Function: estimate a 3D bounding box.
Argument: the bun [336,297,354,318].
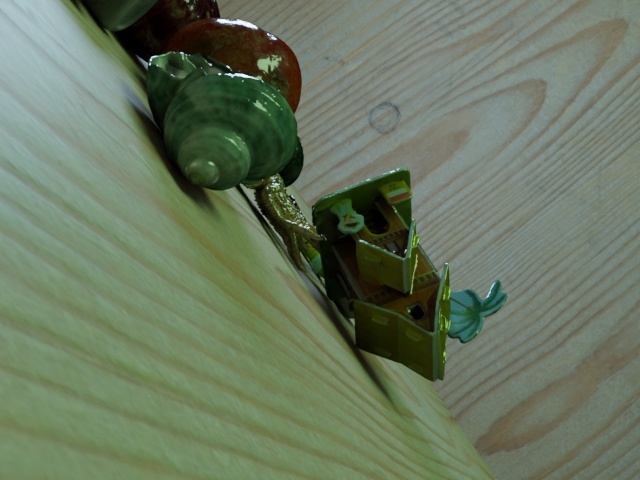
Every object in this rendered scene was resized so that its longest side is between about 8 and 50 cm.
[{"bbox_3d":[0.077,0.125,2.117,0.138,0.094,0.138,22,-14,6],"label":"bun"}]

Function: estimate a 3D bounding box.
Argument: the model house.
[{"bbox_3d":[0.203,0.068,1.860,0.300,0.340,0.323,82,-17,-48],"label":"model house"}]

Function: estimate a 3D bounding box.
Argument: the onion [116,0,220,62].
[{"bbox_3d":[-0.276,-0.412,1.708,0.246,0.190,0.246,51,25,-34],"label":"onion"}]

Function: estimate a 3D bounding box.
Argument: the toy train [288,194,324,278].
[{"bbox_3d":[-0.041,-0.021,2.202,0.249,0.053,0.085,56,7,28],"label":"toy train"}]

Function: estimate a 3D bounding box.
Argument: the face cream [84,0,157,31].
[{"bbox_3d":[-0.363,-0.476,1.541,0.291,0.144,0.071,53,19,8],"label":"face cream"}]

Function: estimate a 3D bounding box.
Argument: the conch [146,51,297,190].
[{"bbox_3d":[-0.136,-0.156,1.303,0.220,0.195,0.277,32,36,-21],"label":"conch"}]

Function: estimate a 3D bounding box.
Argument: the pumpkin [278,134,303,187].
[{"bbox_3d":[-0.116,-0.206,2.193,0.190,0.146,0.190,42,-15,14],"label":"pumpkin"}]

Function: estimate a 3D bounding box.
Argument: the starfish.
[{"bbox_3d":[-0.089,-0.077,1.833,0.293,0.084,0.301,53,-1,2],"label":"starfish"}]

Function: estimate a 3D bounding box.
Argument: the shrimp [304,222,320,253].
[{"bbox_3d":[0.001,-0.002,2.078,0.143,0.052,0.251,40,-1,37],"label":"shrimp"}]

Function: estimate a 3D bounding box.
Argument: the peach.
[{"bbox_3d":[-0.142,-0.246,1.557,0.232,0.232,0.257,54,-14,-7],"label":"peach"}]
